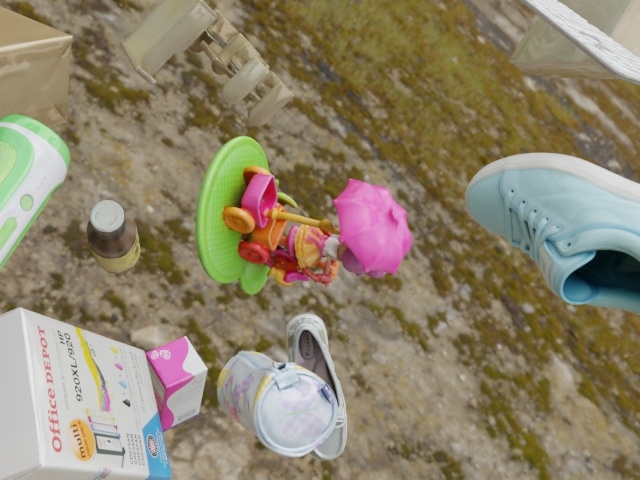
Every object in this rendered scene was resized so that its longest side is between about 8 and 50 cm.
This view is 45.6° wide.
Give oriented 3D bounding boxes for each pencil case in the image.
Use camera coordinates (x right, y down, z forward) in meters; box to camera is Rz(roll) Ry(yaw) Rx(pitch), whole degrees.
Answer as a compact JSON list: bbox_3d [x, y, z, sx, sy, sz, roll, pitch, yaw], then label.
[{"bbox_3d":[-0.073,0.227,1.097,0.113,0.273,0.124,-35,97,-17],"label":"pencil case"}]

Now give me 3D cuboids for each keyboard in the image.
[{"bbox_3d":[0.189,-0.175,0.597,0.072,0.014,0.256,17,29,-27],"label":"keyboard"}]

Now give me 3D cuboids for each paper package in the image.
[{"bbox_3d":[-0.642,-0.300,1.292,0.324,0.168,0.309,25,30,17],"label":"paper package"}]

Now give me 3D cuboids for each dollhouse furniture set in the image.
[{"bbox_3d":[-0.207,-0.315,1.370,0.242,0.161,0.212,38,12,-47],"label":"dollhouse furniture set"}]

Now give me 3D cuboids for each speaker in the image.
[{"bbox_3d":[-0.453,-0.027,1.006,0.131,0.131,0.297,35,56,-19],"label":"speaker"}]

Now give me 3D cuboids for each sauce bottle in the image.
[{"bbox_3d":[-0.458,-0.007,1.684,0.111,0.344,0.111,3,77,-11],"label":"sauce bottle"}]

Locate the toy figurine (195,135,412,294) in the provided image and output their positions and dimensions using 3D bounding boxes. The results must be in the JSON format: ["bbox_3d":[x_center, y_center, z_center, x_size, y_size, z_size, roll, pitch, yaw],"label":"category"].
[{"bbox_3d":[0.000,0.000,0.656,0.173,0.159,0.130,74,32,-51],"label":"toy figurine"}]

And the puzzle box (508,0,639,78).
[{"bbox_3d":[0.386,-0.346,1.015,0.052,0.272,0.409,27,12,-6],"label":"puzzle box"}]

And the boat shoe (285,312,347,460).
[{"bbox_3d":[-0.011,0.313,1.574,0.103,0.118,0.321,-100,-176,-81],"label":"boat shoe"}]

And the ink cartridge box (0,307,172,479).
[{"bbox_3d":[-0.307,0.203,0.833,0.232,0.168,0.171,43,25,-62],"label":"ink cartridge box"}]

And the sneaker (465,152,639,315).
[{"bbox_3d":[0.291,-0.004,0.891,0.150,0.366,0.135,-32,122,-28],"label":"sneaker"}]

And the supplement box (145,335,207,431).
[{"bbox_3d":[-0.359,0.353,1.860,0.111,0.220,0.114,-21,59,-32],"label":"supplement box"}]
